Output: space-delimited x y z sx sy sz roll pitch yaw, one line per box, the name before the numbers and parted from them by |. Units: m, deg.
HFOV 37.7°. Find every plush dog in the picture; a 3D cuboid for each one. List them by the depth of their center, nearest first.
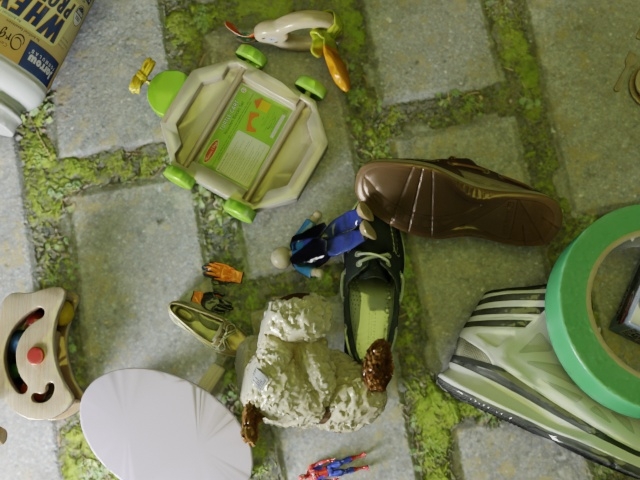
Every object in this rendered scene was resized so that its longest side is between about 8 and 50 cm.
plush dog | -0.004 0.225 1.428 0.225 0.262 0.210 14 55 -15

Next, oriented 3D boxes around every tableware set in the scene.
tableware set | 0.609 -0.321 1.638 0.128 0.039 0.194 25 81 4

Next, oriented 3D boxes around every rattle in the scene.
rattle | -0.057 -0.313 1.591 0.199 0.130 0.143 -6 95 -3

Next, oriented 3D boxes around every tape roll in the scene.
tape roll | 0.505 0.106 1.413 0.321 0.077 0.321 1 73 -3

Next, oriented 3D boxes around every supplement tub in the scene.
supplement tub | -0.524 -0.353 1.536 0.228 0.228 0.316 23 81 3

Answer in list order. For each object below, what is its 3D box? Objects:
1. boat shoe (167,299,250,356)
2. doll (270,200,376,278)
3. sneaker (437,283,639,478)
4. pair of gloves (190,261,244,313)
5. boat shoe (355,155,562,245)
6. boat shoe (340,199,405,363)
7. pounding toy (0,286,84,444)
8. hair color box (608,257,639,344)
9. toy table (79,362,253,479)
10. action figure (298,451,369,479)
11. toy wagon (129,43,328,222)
boat shoe | -0.183 0.144 1.544 0.153 0.048 0.056 32 81 5
doll | 0.000 0.000 1.543 0.189 0.046 0.129 -25 50 24
sneaker | 0.436 0.209 1.478 0.447 0.169 0.257 24 83 6
pair of gloves | -0.173 0.079 1.575 0.074 0.010 0.083 17 81 2
boat shoe | 0.226 -0.077 1.561 0.342 0.123 0.123 9 115 -1
boat shoe | 0.089 0.068 1.538 0.114 0.091 0.302 -2 80 0
pounding toy | -0.454 0.202 1.477 0.154 0.155 0.269 11 80 6
hair color box | 0.688 0.139 1.522 0.374 0.113 0.185 26 80 5
toy table | -0.228 0.301 1.460 0.274 0.161 0.252 39 82 5
action figure | 0.020 0.371 1.518 0.115 0.030 0.038 -15 86 -1
toy wagon | -0.161 -0.201 1.596 0.344 0.068 0.267 29 81 5
